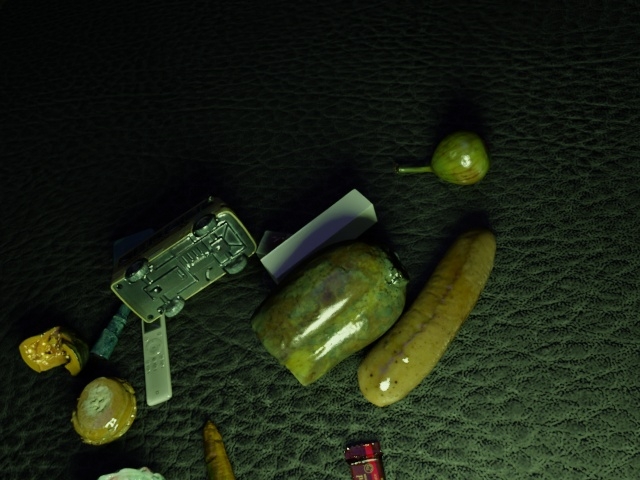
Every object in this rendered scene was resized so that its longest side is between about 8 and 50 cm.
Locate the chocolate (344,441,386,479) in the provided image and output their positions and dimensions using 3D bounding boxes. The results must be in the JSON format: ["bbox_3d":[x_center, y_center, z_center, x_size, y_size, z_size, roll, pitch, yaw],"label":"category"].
[{"bbox_3d":[0.103,0.505,1.090,0.086,0.028,0.183,-15,55,-1],"label":"chocolate"}]

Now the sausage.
[{"bbox_3d":[0.261,0.160,1.209,0.501,0.123,0.136,-50,30,-16],"label":"sausage"}]

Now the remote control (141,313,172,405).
[{"bbox_3d":[-0.430,0.298,1.401,0.067,0.029,0.261,-21,54,4],"label":"remote control"}]

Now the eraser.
[{"bbox_3d":[-0.001,0.000,1.329,0.298,0.078,0.076,-38,54,-9],"label":"eraser"}]

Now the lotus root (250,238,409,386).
[{"bbox_3d":[0.030,0.140,1.190,0.346,0.250,0.250,-37,53,6],"label":"lotus root"}]

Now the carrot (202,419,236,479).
[{"bbox_3d":[-0.207,0.533,1.158,0.066,0.066,0.314,-26,50,1],"label":"carrot"}]

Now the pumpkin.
[{"bbox_3d":[-0.694,0.288,1.445,0.183,0.119,0.108,5,23,16],"label":"pumpkin"}]

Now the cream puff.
[{"bbox_3d":[-0.518,0.413,1.301,0.150,0.115,0.165,17,55,20],"label":"cream puff"}]

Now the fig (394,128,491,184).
[{"bbox_3d":[0.325,-0.196,1.434,0.259,0.151,0.151,-24,49,34],"label":"fig"}]

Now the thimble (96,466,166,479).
[{"bbox_3d":[-0.386,0.580,1.086,0.185,0.149,0.211,-12,27,-25],"label":"thimble"}]

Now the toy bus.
[{"bbox_3d":[-0.364,0.038,1.437,0.365,0.177,0.202,-33,32,0],"label":"toy bus"}]

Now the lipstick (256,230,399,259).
[{"bbox_3d":[0.017,0.049,1.388,0.371,0.076,0.080,10,60,24],"label":"lipstick"}]

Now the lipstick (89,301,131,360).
[{"bbox_3d":[-0.556,0.213,1.485,0.053,0.053,0.234,7,59,22],"label":"lipstick"}]

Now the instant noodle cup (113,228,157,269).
[{"bbox_3d":[-0.533,0.041,1.583,0.179,0.070,0.157,-18,56,5],"label":"instant noodle cup"}]
